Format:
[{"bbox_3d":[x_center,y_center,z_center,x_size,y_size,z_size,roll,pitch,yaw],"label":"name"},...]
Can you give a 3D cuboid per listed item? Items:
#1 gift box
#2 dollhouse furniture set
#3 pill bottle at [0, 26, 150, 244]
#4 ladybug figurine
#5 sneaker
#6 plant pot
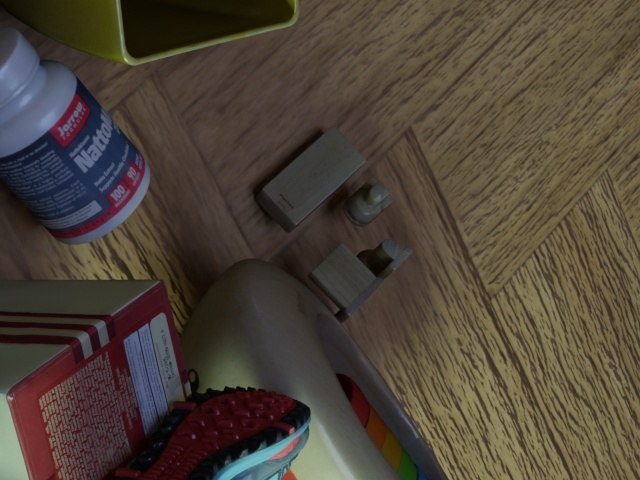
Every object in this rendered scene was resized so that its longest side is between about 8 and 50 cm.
[{"bbox_3d":[-0.253,0.172,1.426,0.276,0.258,0.255,-32,117,-58],"label":"gift box"},{"bbox_3d":[0.000,0.000,1.786,0.151,0.123,0.144,46,60,1],"label":"dollhouse furniture set"},{"bbox_3d":[-0.237,-0.091,1.490,0.108,0.108,0.180,-55,129,-22],"label":"pill bottle"},{"bbox_3d":[0.006,0.222,1.626,0.162,0.305,0.449,-32,112,9],"label":"ladybug figurine"},{"bbox_3d":[-0.098,0.211,1.367,0.262,0.104,0.125,-38,136,-48],"label":"sneaker"},{"bbox_3d":[-0.166,-0.271,1.467,0.212,0.187,0.212,-22,110,-46],"label":"plant pot"}]
